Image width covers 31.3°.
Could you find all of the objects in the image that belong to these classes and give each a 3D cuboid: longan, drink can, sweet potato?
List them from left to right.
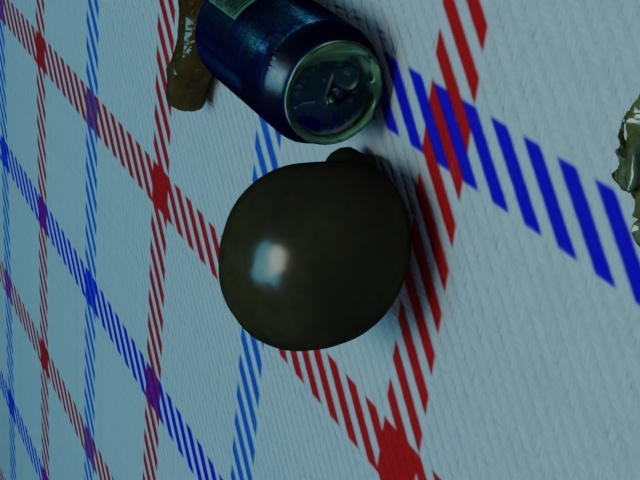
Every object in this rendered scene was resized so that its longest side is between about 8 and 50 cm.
[{"bbox_3d":[-0.138,-0.274,1.303,0.067,0.059,0.281,45,137,38],"label":"sweet potato"},{"bbox_3d":[-0.031,-0.168,1.048,0.205,0.118,0.118,47,137,52],"label":"drink can"},{"bbox_3d":[0.000,0.000,1.001,0.185,0.159,0.204,-25,35,46],"label":"longan"}]

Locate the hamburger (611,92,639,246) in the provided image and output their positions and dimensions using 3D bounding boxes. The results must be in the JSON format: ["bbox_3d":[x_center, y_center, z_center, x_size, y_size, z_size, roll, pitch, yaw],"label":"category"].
[{"bbox_3d":[0.251,-0.055,0.529,0.206,0.130,0.183,22,119,40],"label":"hamburger"}]
